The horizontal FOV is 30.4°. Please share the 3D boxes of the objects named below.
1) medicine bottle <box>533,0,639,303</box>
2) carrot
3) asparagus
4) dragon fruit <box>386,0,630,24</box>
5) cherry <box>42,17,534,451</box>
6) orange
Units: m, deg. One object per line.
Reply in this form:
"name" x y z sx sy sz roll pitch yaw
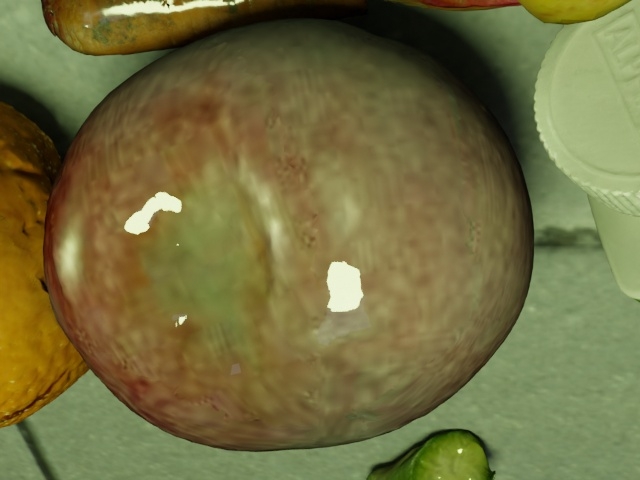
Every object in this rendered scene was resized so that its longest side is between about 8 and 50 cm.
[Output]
"medicine bottle" 0.168 -0.035 0.508 0.088 0.132 0.188 -14 159 30
"carrot" -0.057 -0.123 0.581 0.161 0.055 0.055 -3 135 6
"asparagus" 0.038 0.232 0.911 0.067 0.060 0.278 31 134 -3
"dragon fruit" 0.080 -0.183 0.378 0.307 0.243 0.227 25 173 33
"cherry" -0.006 -0.006 0.585 0.239 0.239 0.206 -22 96 31
"orange" -0.206 0.014 0.647 0.161 0.193 0.193 -29 127 4
